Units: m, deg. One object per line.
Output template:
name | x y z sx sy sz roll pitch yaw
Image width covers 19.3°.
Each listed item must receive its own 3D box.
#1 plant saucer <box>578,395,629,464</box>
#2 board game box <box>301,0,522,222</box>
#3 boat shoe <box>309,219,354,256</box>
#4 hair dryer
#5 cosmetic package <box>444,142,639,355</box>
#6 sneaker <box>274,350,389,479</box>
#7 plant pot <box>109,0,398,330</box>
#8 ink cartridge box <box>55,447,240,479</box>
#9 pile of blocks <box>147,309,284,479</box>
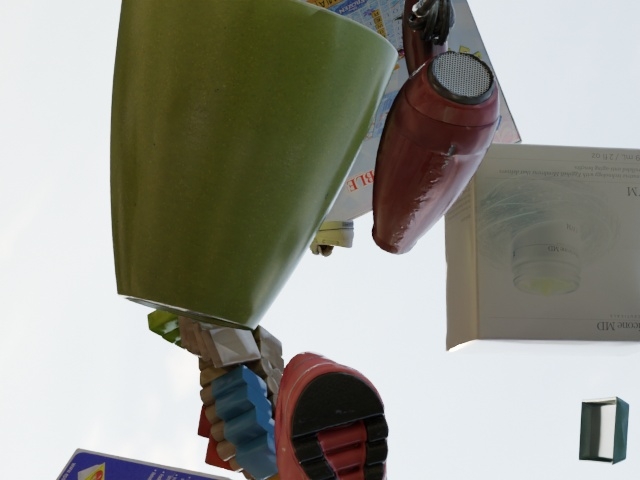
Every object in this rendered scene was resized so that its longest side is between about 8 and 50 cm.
plant saucer | 0.287 0.193 1.903 0.192 0.018 0.067 102 -8 -84
board game box | 0.043 -0.201 2.265 0.318 0.318 0.066 68 -15 -10
boat shoe | 0.000 0.000 1.911 0.100 0.035 0.035 -7 -94 50
hair dryer | 0.094 -0.127 1.434 0.223 0.080 0.294 -101 -155 -80
cosmetic package | 0.262 0.013 2.120 0.138 0.224 0.225 146 -55 -75
sneaker | 0.020 0.247 1.786 0.136 0.116 0.314 -136 -142 -68
plant pot | -0.091 -0.071 1.801 0.275 0.274 0.294 0 -105 67
ink cartridge box | -0.245 0.409 2.371 0.303 0.307 0.072 -57 147 -42
pile of blocks | -0.103 0.156 1.937 0.112 0.149 0.362 -28 -104 24
